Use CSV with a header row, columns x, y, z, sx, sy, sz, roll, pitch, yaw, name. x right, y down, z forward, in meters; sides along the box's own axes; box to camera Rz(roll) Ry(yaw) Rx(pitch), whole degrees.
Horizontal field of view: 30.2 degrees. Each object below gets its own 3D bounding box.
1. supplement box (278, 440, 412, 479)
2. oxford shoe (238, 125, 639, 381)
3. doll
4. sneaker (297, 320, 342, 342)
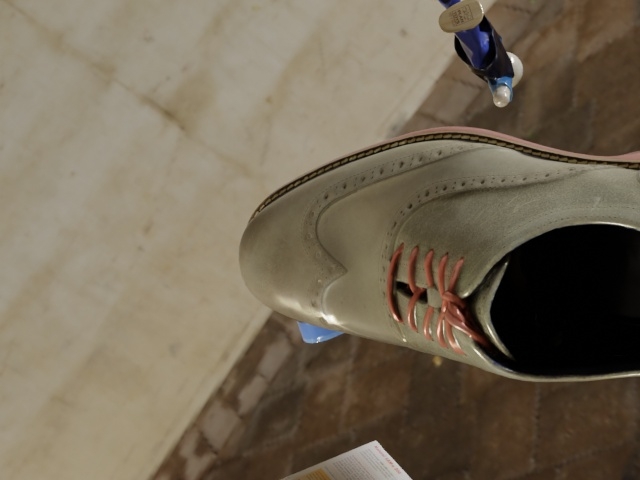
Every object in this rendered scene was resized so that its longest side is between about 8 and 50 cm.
x,y,z,sx,sy,sz,roll,pitch,yaw,name
0.008,0.165,0.701,0.098,0.036,0.062,-18,34,-22,supplement box
0.079,0.008,0.620,0.348,0.123,0.130,-4,14,36,oxford shoe
0.151,-0.183,1.115,0.046,0.189,0.129,-28,68,15,doll
0.000,0.000,1.048,0.081,0.090,0.232,-21,20,9,sneaker
